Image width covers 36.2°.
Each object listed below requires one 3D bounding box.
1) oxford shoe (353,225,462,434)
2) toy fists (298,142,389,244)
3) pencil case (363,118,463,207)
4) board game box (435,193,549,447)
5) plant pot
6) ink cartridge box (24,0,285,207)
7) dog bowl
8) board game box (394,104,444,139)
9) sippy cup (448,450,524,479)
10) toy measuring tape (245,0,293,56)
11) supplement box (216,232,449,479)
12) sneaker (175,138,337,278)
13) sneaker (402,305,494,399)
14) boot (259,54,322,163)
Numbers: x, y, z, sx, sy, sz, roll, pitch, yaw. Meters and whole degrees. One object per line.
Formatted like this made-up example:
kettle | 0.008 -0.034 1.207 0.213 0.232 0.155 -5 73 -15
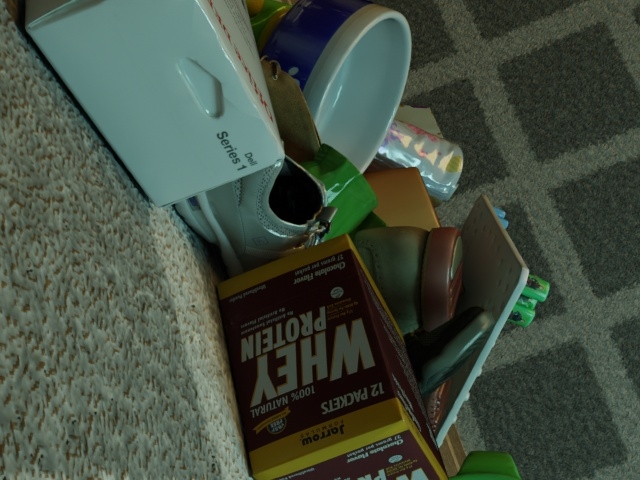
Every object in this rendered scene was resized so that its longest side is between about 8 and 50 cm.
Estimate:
oxford shoe | 0.093 0.126 1.171 0.123 0.130 0.348 -61 156 -57
toy fists | 0.000 0.000 1.148 0.096 0.142 0.279 40 -8 28
pencil case | 0.088 -0.146 1.523 0.273 0.113 0.124 22 14 -21
board game box | 0.202 0.158 1.467 0.050 0.389 0.390 23 16 -6
plant pot | 0.083 0.019 1.436 0.291 0.204 0.290 -21 90 -82
ink cartridge box | -0.135 -0.196 0.783 0.201 0.117 0.278 60 11 -47
dog bowl | 0.012 -0.191 1.290 0.104 0.264 0.265 26 -9 20
board game box | 0.112 -0.089 1.740 0.142 0.144 0.275 -103 -160 -50
sippy cup | 0.174 0.396 1.025 0.240 0.305 0.224 33 -26 31
toy measuring tape | -0.054 -0.229 1.373 0.330 0.122 0.121 71 3 -49
supplement box | 0.015 0.138 0.878 0.191 0.129 0.194 60 11 -50
sneaker | -0.033 -0.007 0.914 0.281 0.115 0.105 47 45 -57
sneaker | 0.071 0.118 1.044 0.130 0.227 0.087 55 24 14
boot | -0.087 -0.191 1.147 0.112 0.115 0.305 -46 113 -79
